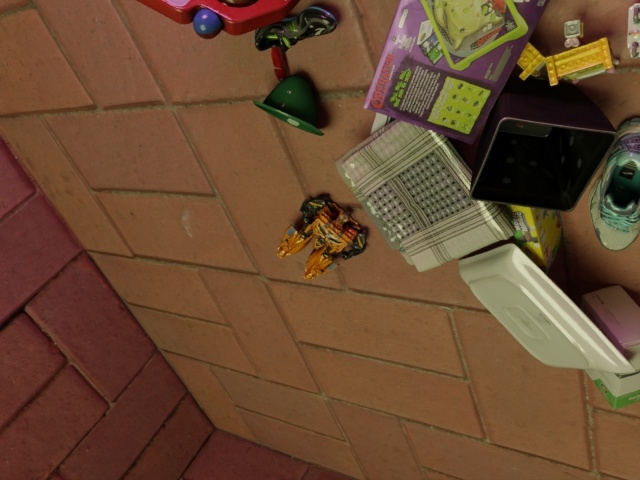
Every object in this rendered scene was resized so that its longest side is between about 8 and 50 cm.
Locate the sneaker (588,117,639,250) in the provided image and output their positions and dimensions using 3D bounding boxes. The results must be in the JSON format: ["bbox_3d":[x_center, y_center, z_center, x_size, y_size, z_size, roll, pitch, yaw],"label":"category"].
[{"bbox_3d":[0.539,-0.076,1.107,0.110,0.122,0.283,15,139,27],"label":"sneaker"}]

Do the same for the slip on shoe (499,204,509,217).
[{"bbox_3d":[0.257,-0.098,1.310,0.331,0.101,0.123,12,132,45],"label":"slip on shoe"}]

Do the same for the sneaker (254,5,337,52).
[{"bbox_3d":[-0.051,-0.419,1.240,0.188,0.078,0.067,-3,152,26],"label":"sneaker"}]

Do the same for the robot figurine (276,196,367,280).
[{"bbox_3d":[0.000,0.000,1.676,0.211,0.085,0.291,40,144,-5],"label":"robot figurine"}]

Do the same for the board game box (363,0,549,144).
[{"bbox_3d":[0.216,-0.328,0.970,0.208,0.056,0.346,16,135,-5],"label":"board game box"}]

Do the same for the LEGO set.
[{"bbox_3d":[0.388,-0.320,1.016,0.287,0.107,0.132,16,104,34],"label":"LEGO set"}]

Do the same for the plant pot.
[{"bbox_3d":[0.371,-0.180,1.068,0.188,0.166,0.188,8,140,0],"label":"plant pot"}]

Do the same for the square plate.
[{"bbox_3d":[0.462,0.164,1.344,0.347,0.049,0.344,46,171,2],"label":"square plate"}]

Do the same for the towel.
[{"bbox_3d":[0.192,-0.088,1.252,0.312,0.056,0.324,52,149,-7],"label":"towel"}]

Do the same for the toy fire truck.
[{"bbox_3d":[-0.200,-0.485,1.140,0.302,0.253,0.169,32,155,6],"label":"toy fire truck"}]

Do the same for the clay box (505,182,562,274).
[{"bbox_3d":[0.429,-0.050,1.224,0.053,0.127,0.222,4,132,39],"label":"clay box"}]

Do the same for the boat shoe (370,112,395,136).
[{"bbox_3d":[0.176,-0.288,1.189,0.105,0.113,0.306,24,145,7],"label":"boat shoe"}]

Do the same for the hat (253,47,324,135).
[{"bbox_3d":[-0.043,-0.356,1.371,0.173,0.183,0.208,26,-175,26],"label":"hat"}]

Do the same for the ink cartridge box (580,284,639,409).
[{"bbox_3d":[0.637,0.229,1.321,0.093,0.160,0.219,-17,131,-3],"label":"ink cartridge box"}]
